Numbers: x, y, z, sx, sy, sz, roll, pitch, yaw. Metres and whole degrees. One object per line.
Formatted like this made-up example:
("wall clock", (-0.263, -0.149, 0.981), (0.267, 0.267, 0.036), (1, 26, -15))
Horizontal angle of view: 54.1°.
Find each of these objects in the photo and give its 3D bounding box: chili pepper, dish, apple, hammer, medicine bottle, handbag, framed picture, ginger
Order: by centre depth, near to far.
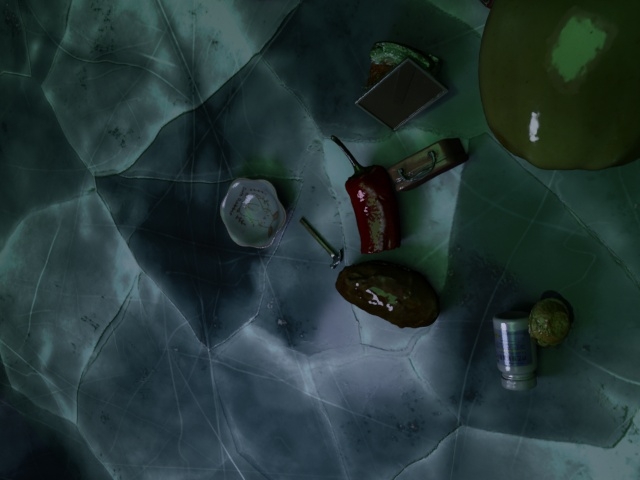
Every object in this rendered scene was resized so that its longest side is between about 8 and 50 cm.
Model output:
("apple", (0.545, -0.365, 1.293), (0.473, 0.473, 0.474), (5, 101, 27))
("medicine bottle", (0.504, 0.283, 1.615), (0.103, 0.103, 0.187), (-3, 97, 28))
("handbag", (0.276, -0.196, 1.627), (0.193, 0.151, 0.072), (-24, 85, 27))
("framed picture", (0.209, -0.377, 1.631), (0.203, 0.150, 0.015), (-34, 37, 41))
("chili pepper", (0.137, -0.137, 1.716), (0.131, 0.134, 0.338), (-12, 97, 14))
("ginger", (0.178, 0.134, 1.730), (0.321, 0.172, 0.165), (21, 68, 26))
("hammer", (0.000, 0.000, 1.881), (0.182, 0.017, 0.062), (48, 116, 13))
("dish", (-0.195, -0.090, 1.934), (0.229, 0.081, 0.229), (5, 101, 23))

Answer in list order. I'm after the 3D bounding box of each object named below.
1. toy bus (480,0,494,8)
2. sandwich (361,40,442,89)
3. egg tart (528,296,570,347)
("toy bus", (0.470, -0.654, 1.480), (0.235, 0.096, 0.073), (-40, 79, 27))
("sandwich", (0.208, -0.434, 1.648), (0.185, 0.109, 0.160), (21, 111, 18))
("egg tart", (0.577, 0.207, 1.559), (0.049, 0.129, 0.129), (-175, 75, -71))
